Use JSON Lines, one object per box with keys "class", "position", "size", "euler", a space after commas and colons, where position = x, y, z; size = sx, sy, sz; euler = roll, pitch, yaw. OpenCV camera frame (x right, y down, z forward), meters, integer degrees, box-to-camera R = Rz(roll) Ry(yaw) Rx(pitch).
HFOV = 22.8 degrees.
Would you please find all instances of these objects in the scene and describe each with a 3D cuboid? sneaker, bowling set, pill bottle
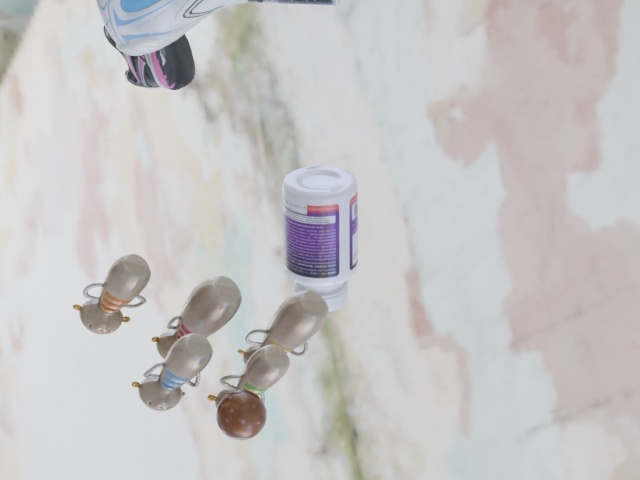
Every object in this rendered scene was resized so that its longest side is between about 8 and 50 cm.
{"class": "sneaker", "position": [-0.080, -0.231, 1.305], "size": [0.085, 0.237, 0.086], "euler": [16, -50, 49]}
{"class": "bowling set", "position": [-0.132, 0.147, 1.744], "size": [0.154, 0.287, 0.200], "euler": [-50, -146, 45]}
{"class": "sneaker", "position": [-0.194, -0.235, 1.618], "size": [0.077, 0.072, 0.178], "euler": [-6, -78, 36]}
{"class": "pill bottle", "position": [0.000, 0.000, 2.269], "size": [0.108, 0.108, 0.193], "euler": [-137, -140, -54]}

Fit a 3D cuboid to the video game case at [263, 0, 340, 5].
{"class": "video game case", "position": [-0.061, -0.439, 2.325], "size": [0.173, 0.022, 0.190], "euler": [6, -59, 23]}
